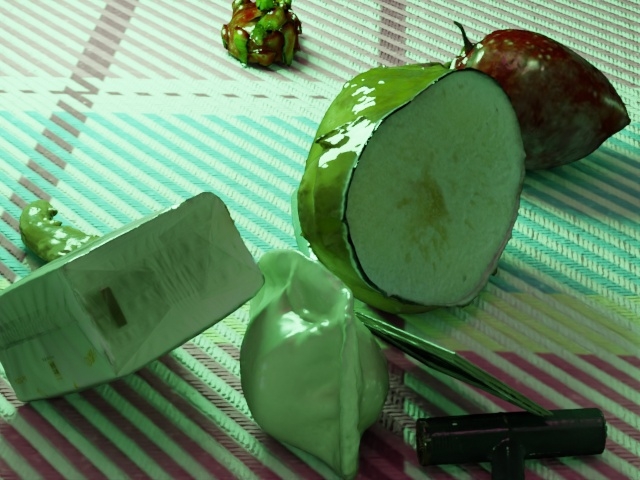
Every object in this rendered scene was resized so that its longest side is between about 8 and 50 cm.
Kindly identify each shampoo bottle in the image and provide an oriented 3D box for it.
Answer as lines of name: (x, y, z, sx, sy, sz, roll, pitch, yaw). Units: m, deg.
shampoo bottle: (0.000, 0.000, 1.429, 0.069, 0.041, 0.190, 7, 34, -5)

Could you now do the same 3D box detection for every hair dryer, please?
hair dryer: (0.184, 0.226, 1.096, 0.173, 0.050, 0.194, -5, 39, -5)

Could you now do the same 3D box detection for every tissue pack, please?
tissue pack: (-0.194, 0.057, 1.193, 0.185, 0.124, 0.225, -28, 4, -36)

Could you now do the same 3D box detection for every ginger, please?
ginger: (-0.301, -0.003, 1.432, 0.069, 0.051, 0.173, -21, 41, -33)

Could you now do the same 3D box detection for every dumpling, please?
dumpling: (-0.011, 0.095, 1.166, 0.132, 0.179, 0.252, -11, 36, -16)

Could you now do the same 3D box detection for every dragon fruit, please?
dragon fruit: (-0.075, -0.318, 1.857, 0.138, 0.175, 0.142, -35, 77, -27)

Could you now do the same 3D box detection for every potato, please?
potato: (0.069, -0.049, 1.361, 0.196, 0.246, 0.300, -5, 29, 46)

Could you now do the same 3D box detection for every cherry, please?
cherry: (0.265, -0.174, 1.565, 0.250, 0.192, 0.175, 12, 73, 1)

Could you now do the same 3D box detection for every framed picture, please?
framed picture: (0.113, 0.113, 1.165, 0.183, 0.142, 0.011, 20, 80, 55)
